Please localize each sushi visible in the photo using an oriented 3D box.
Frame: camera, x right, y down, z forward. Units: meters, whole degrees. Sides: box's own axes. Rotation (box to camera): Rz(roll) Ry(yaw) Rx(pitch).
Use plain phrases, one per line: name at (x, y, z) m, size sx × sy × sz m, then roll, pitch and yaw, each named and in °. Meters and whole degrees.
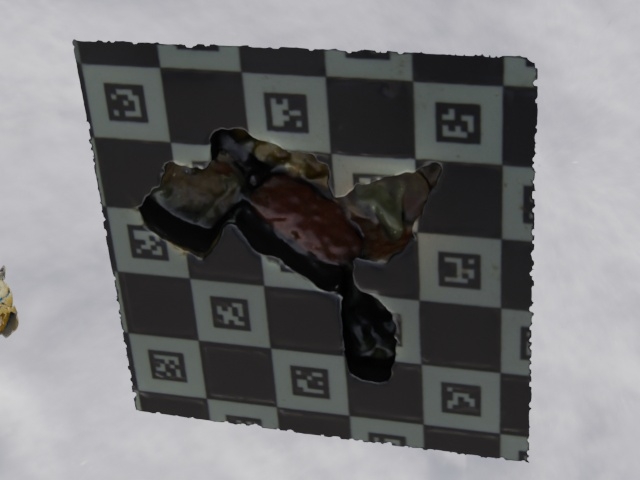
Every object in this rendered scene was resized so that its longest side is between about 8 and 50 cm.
sushi at (0.000, 0.000, 1.047) m, size 0.343 × 0.064 × 0.359 m, roll 5°, pitch 123°, yaw 15°

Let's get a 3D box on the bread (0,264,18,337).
bread at (-0.237, 0.050, 0.823) m, size 0.072 × 0.106 × 0.053 m, roll -17°, pitch 85°, yaw 14°
